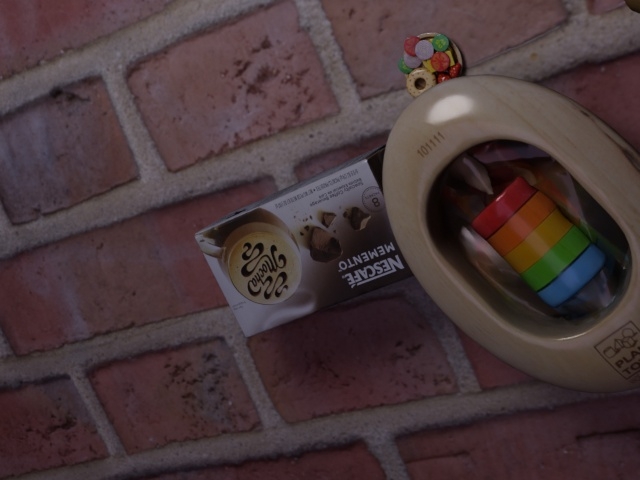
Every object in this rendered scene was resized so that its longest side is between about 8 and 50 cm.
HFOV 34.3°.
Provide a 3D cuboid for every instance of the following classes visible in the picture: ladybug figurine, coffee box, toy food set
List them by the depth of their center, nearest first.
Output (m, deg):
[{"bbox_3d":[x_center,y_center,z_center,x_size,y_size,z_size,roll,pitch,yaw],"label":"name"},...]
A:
[{"bbox_3d":[0.274,-0.011,1.267,0.305,0.162,0.449,-41,89,25],"label":"ladybug figurine"},{"bbox_3d":[0.141,-0.227,1.332,0.083,0.020,0.083,-16,102,29],"label":"toy food set"},{"bbox_3d":[0.000,0.000,1.425,0.297,0.119,0.168,-21,98,29],"label":"coffee box"}]

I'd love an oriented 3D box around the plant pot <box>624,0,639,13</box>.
[{"bbox_3d":[0.450,-0.298,1.069,0.254,0.237,0.237,6,112,38],"label":"plant pot"}]
